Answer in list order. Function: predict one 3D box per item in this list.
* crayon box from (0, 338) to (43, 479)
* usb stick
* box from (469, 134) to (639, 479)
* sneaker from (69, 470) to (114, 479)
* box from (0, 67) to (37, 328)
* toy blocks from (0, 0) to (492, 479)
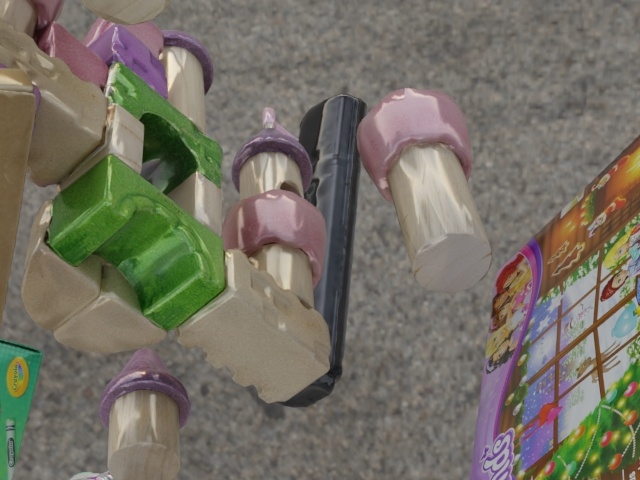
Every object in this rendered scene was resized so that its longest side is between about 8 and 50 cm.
[{"bbox_3d":[-0.416,0.246,1.224,0.165,0.081,0.278,-3,71,47],"label":"crayon box"},{"bbox_3d":[0.000,0.000,0.898,0.077,0.045,0.278,-31,43,45],"label":"usb stick"},{"bbox_3d":[0.150,0.050,0.486,0.057,0.201,0.293,34,34,-10],"label":"box"},{"bbox_3d":[-0.238,0.277,1.202,0.098,0.069,0.038,-15,99,7],"label":"sneaker"},{"bbox_3d":[-0.217,0.010,0.410,0.201,0.164,0.021,-2,34,-33],"label":"box"},{"bbox_3d":[-0.112,-0.060,0.633,0.309,0.288,0.260,-37,34,21],"label":"toy blocks"}]
